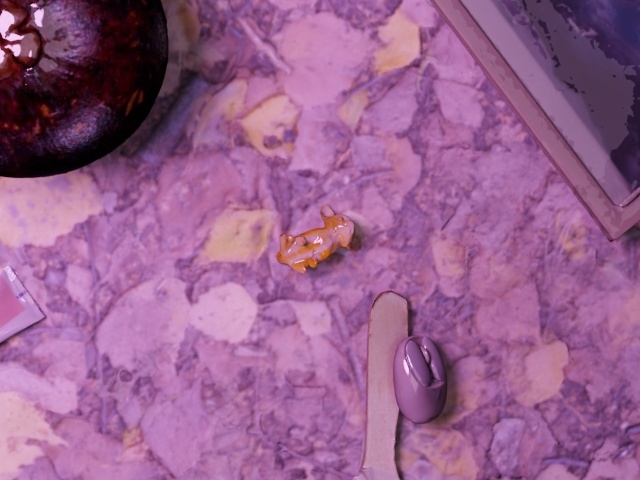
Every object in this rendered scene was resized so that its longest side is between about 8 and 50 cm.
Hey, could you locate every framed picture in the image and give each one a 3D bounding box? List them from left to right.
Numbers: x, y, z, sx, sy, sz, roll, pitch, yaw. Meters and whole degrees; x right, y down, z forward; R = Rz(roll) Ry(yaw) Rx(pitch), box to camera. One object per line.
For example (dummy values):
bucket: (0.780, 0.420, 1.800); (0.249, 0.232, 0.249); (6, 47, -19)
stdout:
framed picture: (0.309, -0.269, 1.680); (0.326, 0.028, 0.446); (-39, 97, -4)

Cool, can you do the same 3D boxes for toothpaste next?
toothpaste: (-0.388, 0.109, 1.629); (0.194, 0.043, 0.067); (-36, 97, -9)

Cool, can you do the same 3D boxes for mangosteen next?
mangosteen: (-0.283, -0.196, 1.494); (0.288, 0.288, 0.288); (-1, 96, -8)

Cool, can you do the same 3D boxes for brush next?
brush: (0.066, 0.222, 1.713); (0.085, 0.020, 0.337); (4, 94, -8)

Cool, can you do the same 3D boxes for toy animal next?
toy animal: (0.000, 0.000, 1.673); (0.083, 0.081, 0.060); (-34, 92, -40)

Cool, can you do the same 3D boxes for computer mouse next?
computer mouse: (0.112, 0.152, 1.690); (0.066, 0.039, 0.096); (-10, 100, -44)

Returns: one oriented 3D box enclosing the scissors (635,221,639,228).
scissors: (0.319, -0.123, 1.712); (0.317, 0.024, 0.160); (40, 89, -10)
